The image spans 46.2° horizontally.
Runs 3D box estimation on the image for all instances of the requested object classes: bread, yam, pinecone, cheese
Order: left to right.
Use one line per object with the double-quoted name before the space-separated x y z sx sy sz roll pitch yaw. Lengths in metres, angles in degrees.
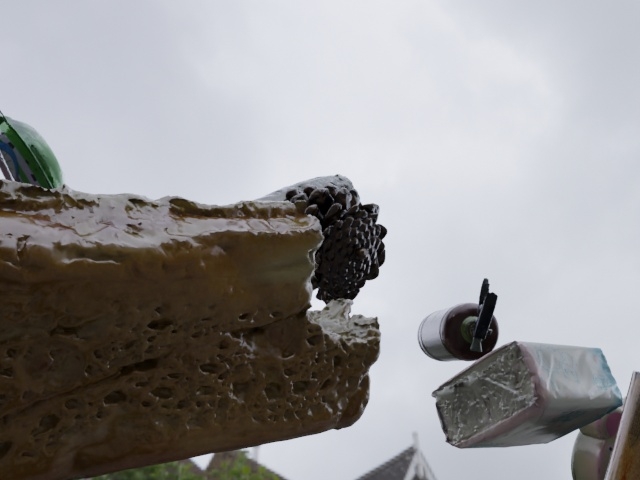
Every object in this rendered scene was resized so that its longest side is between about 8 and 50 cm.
"cheese" -0.499 -0.092 1.340 0.083 0.204 0.320 -34 -61 -25
"bread" -0.109 0.053 0.494 0.380 0.109 0.185 2 -79 -41
"yam" -0.048 -0.046 1.402 0.133 0.330 0.133 18 -58 32
"pinecone" 0.000 0.000 1.202 0.208 0.207 0.207 -1 -45 -1

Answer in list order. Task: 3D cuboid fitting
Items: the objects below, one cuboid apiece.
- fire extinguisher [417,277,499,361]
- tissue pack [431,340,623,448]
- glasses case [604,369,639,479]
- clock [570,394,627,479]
"fire extinguisher" 0.255 0.148 1.342 0.102 0.138 0.344 12 -11 -1
"tissue pack" 0.342 0.255 1.228 0.271 0.124 0.201 11 -43 -41
"glasses case" 0.241 0.187 0.582 0.041 0.170 0.064 15 -3 17
"clock" 0.637 0.445 1.493 0.309 0.284 0.114 9 -4 -26
